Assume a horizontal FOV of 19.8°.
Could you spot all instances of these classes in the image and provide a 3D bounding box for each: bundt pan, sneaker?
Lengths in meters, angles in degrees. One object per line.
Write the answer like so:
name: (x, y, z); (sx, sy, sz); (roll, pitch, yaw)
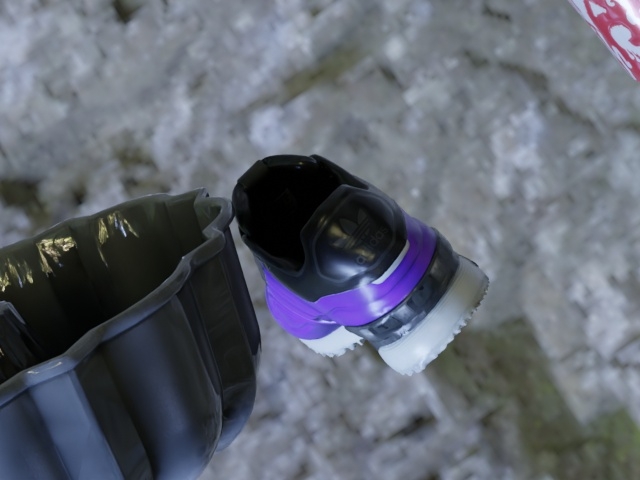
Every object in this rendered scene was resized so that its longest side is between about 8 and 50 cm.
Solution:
bundt pan: (-0.174, 0.099, 1.042); (0.331, 0.124, 0.331); (-24, -166, 6)
sneaker: (0.001, -0.001, 1.210); (0.102, 0.146, 0.293); (-53, -166, -10)

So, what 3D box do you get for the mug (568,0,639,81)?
mug: (0.174, -0.184, 1.055); (0.113, 0.169, 0.150); (-38, -173, -3)
